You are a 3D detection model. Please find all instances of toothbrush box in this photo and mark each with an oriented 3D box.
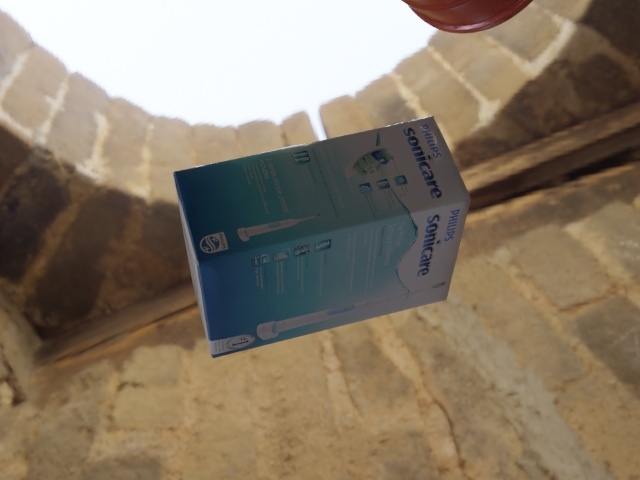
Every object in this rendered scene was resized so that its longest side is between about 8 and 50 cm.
[{"bbox_3d":[0.000,0.000,1.122,0.295,0.216,0.126,-13,-122,-8],"label":"toothbrush box"}]

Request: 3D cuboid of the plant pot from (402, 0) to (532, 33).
[{"bbox_3d":[0.114,-0.405,1.167,0.272,0.272,0.265,12,-176,42],"label":"plant pot"}]
